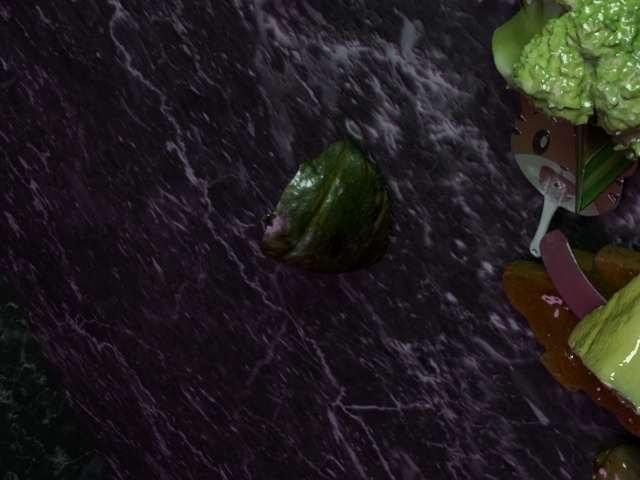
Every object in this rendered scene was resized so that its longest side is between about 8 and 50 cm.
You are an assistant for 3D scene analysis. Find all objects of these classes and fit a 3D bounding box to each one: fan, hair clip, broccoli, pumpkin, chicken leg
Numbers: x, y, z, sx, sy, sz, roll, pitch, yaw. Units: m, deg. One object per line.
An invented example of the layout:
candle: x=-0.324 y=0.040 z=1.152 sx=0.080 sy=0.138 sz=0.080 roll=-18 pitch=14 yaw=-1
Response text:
fan: x=0.257 y=-0.061 z=1.468 sx=0.152 sy=0.008 sz=0.227 roll=36 pitch=141 yaw=22
hair clip: x=0.287 y=0.051 z=1.495 sx=0.137 sy=0.022 sz=0.054 roll=54 pitch=147 yaw=0
broccoli: x=0.215 y=-0.190 z=1.204 sx=0.302 sy=0.186 sz=0.254 roll=12 pitch=142 yaw=43
pumpkin: x=0.002 y=0.004 z=1.789 sx=0.111 sy=0.163 sz=0.278 roll=42 pitch=153 yaw=17
chicken leg: x=0.408 y=0.343 z=1.720 sx=0.103 sy=0.088 sz=0.228 roll=-2 pitch=130 yaw=45

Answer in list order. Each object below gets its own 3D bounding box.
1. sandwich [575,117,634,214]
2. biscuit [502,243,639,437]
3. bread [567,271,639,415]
sandwich: x=0.257 y=-0.091 z=1.333 sx=0.074 sy=0.116 sz=0.074 roll=29 pitch=140 yaw=29
biscuit: x=0.346 y=0.101 z=1.534 sx=0.278 sy=0.043 sz=0.301 roll=50 pitch=150 yaw=4
bread: x=0.405 y=0.136 z=1.392 sx=0.263 sy=0.198 sz=0.236 roll=40 pitch=177 yaw=1
